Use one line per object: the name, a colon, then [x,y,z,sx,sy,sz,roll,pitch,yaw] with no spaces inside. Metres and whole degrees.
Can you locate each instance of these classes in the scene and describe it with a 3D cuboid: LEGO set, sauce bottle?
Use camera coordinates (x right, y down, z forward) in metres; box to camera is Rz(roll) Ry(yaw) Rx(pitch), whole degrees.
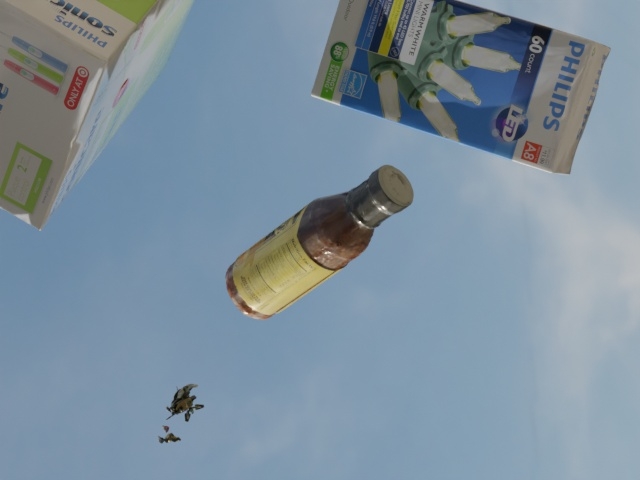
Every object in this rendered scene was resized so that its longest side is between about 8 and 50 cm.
LEGO set: [-0.164,0.194,1.918,0.023,0.083,0.054,43,-171,36]
sauce bottle: [0.000,0.000,0.925,0.042,0.128,0.042,29,-137,-31]

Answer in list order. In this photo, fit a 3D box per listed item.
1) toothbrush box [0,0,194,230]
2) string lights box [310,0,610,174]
toothbrush box: [-0.207,-0.181,1.466,0.206,0.122,0.283,-60,0,40]
string lights box: [0.136,-0.164,1.637,0.077,0.260,0.133,0,-72,-67]
